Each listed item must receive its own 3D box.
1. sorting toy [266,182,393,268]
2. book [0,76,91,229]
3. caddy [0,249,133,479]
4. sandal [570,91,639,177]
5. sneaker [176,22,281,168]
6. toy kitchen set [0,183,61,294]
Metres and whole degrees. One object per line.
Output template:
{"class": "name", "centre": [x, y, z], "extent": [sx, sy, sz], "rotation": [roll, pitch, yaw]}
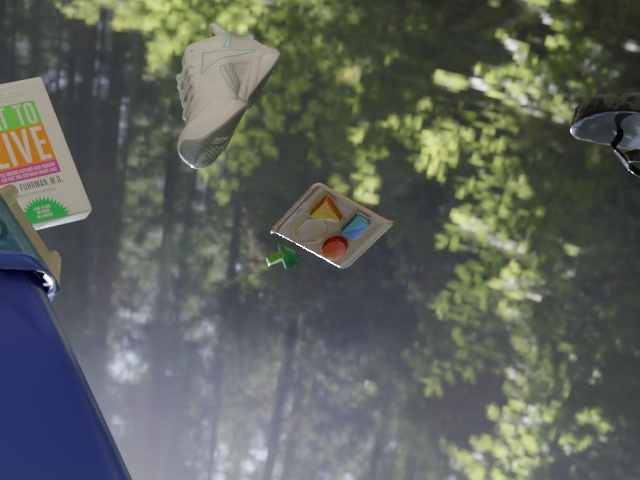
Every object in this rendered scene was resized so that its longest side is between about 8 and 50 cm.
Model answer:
{"class": "sorting toy", "centre": [0.000, 0.000, 0.850], "extent": [0.062, 0.083, 0.012], "rotation": [25, -134, -20]}
{"class": "book", "centre": [-0.290, -0.078, 1.262], "extent": [0.096, 0.035, 0.144], "rotation": [-16, -103, -34]}
{"class": "caddy", "centre": [-0.230, 0.097, 0.557], "extent": [0.179, 0.241, 0.341], "rotation": [59, -169, 10]}
{"class": "sandal", "centre": [0.333, -0.069, 1.132], "extent": [0.254, 0.097, 0.054], "rotation": [18, -103, 21]}
{"class": "sneaker", "centre": [-0.078, -0.102, 0.923], "extent": [0.061, 0.054, 0.152], "rotation": [31, -145, -5]}
{"class": "toy kitchen set", "centre": [-0.303, 0.014, 0.870], "extent": [0.207, 0.166, 0.122], "rotation": [-29, -164, 3]}
